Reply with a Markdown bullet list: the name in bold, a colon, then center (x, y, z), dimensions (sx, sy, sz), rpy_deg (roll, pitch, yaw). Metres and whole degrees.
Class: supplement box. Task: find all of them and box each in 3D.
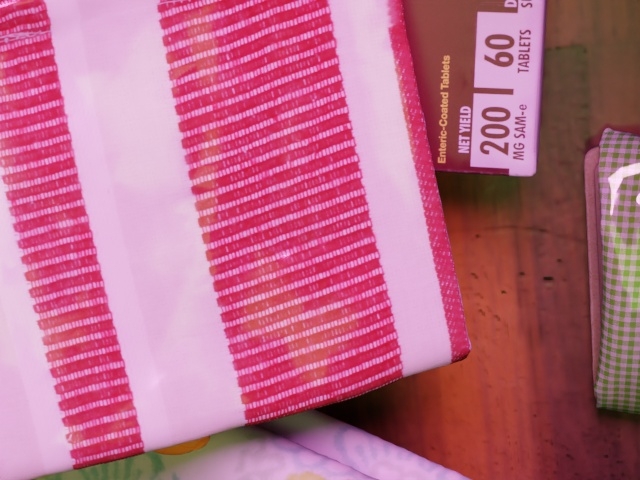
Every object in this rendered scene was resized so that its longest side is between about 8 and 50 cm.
- **supplement box**: center (-0.008, -0.108, 0.884), dimensions (0.239, 0.073, 0.130), rpy_deg (3, 108, 8)

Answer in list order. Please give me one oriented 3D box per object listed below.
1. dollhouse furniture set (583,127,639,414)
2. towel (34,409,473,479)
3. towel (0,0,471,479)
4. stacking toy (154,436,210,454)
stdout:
- **dollhouse furniture set**: center (0.237, 0.103, 0.880), dimensions (0.197, 0.151, 0.302), rpy_deg (-3, 108, 9)
- **towel**: center (-0.031, 0.249, 0.954), dimensions (0.374, 0.090, 0.321), rpy_deg (22, 112, 19)
- **towel**: center (-0.105, -0.012, 0.807), dimensions (0.329, 0.037, 0.237), rpy_deg (-14, 103, -9)
- **stacking toy**: center (-0.172, 0.004, 0.876), dimensions (0.302, 0.175, 0.166), rpy_deg (38, 112, 1)
